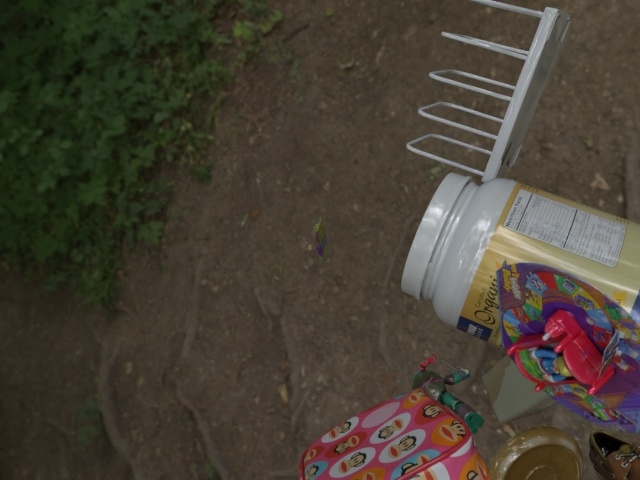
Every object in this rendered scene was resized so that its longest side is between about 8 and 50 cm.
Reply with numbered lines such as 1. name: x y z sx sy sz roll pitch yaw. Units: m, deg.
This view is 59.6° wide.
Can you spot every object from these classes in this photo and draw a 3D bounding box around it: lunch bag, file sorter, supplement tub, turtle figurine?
1. lunch bag: 0.071 0.312 0.731 0.258 0.120 0.293 -26 -1 -3
2. file sorter: 0.286 -0.271 0.971 0.173 0.193 0.277 25 117 20
3. supplement tub: 0.295 0.047 0.780 0.316 0.228 0.228 23 75 19
4. turtle figurine: 0.263 0.357 1.261 0.175 0.118 0.234 -52 20 10

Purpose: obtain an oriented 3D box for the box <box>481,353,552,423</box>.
1. box: 0.488 0.297 1.234 0.148 0.311 0.121 -11 61 -12

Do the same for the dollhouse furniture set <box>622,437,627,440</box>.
1. dollhouse furniture set: 0.761 0.762 1.622 0.355 0.174 0.303 -42 3 37

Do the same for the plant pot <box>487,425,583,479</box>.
1. plant pot: 0.483 0.526 1.240 0.236 0.236 0.032 -50 16 3

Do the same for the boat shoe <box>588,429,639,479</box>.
1. boat shoe: 0.683 0.506 1.236 0.111 0.104 0.307 -19 -4 -6

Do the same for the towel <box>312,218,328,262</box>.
1. towel: 0.000 0.000 1.217 0.009 0.083 0.060 -2 38 19

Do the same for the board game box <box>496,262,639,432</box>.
1. board game box: 0.191 0.096 0.457 0.033 0.168 0.133 -35 40 -22
